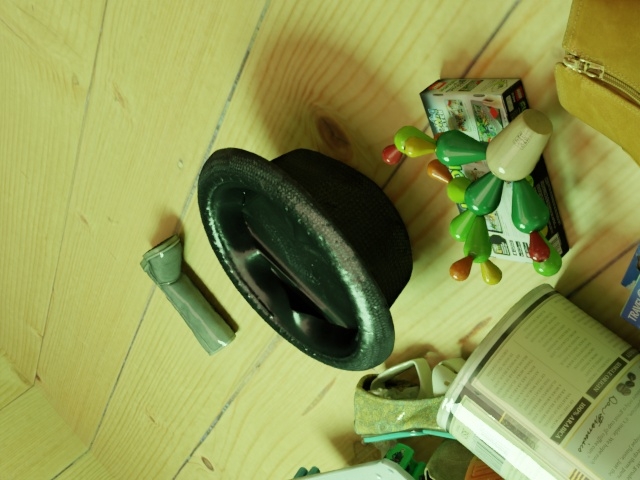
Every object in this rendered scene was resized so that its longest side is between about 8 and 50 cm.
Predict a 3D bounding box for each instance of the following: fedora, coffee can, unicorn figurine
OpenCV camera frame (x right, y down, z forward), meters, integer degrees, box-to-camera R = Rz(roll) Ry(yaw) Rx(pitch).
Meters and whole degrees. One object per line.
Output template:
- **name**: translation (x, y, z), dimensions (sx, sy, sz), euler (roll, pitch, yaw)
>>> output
- **fedora**: translation (0.000, 0.000, 1.324), dimensions (0.334, 0.152, 0.334), euler (34, 145, 28)
- **coffee can**: translation (0.291, 0.204, 1.104), dimensions (0.275, 0.201, 0.201), euler (39, 147, 22)
- **unicorn figurine**: translation (0.119, 0.345, 1.622), dimensions (0.162, 0.060, 0.111), euler (51, 154, -4)

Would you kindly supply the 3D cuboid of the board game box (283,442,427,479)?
- **board game box**: translation (0.163, 0.472, 1.634), dimensions (0.390, 0.050, 0.390), euler (42, 150, -8)

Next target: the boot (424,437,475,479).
- **boot**: translation (0.273, 0.374, 1.397), dimensions (0.305, 0.115, 0.112), euler (34, 142, 24)

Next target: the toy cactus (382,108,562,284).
- **toy cactus**: translation (0.163, -0.058, 1.041), dimensions (0.219, 0.112, 0.180), euler (50, 140, 18)

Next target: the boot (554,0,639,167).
- **boot**: translation (0.301, -0.080, 0.907), dimensions (0.211, 0.104, 0.295), euler (29, 138, 42)

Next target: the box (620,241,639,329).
- **box**: translation (0.371, 0.070, 1.013), dimensions (0.178, 0.042, 0.109), euler (36, 146, 23)

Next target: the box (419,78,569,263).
- **box**: translation (0.186, -0.072, 1.115), dimensions (0.114, 0.036, 0.207), euler (11, 131, 48)

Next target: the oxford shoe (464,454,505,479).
- **oxford shoe**: translation (0.242, 0.365, 1.196), dimensions (0.363, 0.130, 0.132), euler (-88, -16, -63)

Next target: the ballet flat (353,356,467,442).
- **ballet flat**: translation (0.157, 0.212, 1.396), dimensions (0.349, 0.123, 0.123), euler (-16, 109, 56)

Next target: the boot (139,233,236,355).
- **boot**: translation (-0.224, 0.099, 1.807), dimensions (0.208, 0.076, 0.189), euler (58, 164, 3)
